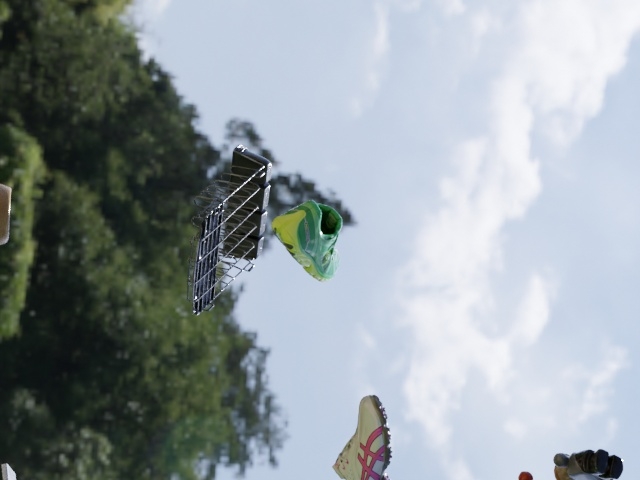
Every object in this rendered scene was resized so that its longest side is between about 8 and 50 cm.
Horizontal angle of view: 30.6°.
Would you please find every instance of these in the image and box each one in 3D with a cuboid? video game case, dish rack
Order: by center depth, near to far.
[{"bbox_3d":[-0.159,-0.012,1.881,0.271,0.074,0.208,-49,151,-56],"label":"dish rack"},{"bbox_3d":[-0.522,0.447,1.979,0.087,0.011,0.122,101,-22,-66],"label":"video game case"}]

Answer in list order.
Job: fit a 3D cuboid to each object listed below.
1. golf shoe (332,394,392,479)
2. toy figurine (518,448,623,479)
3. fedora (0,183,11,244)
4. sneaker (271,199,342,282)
[{"bbox_3d":[0.060,0.315,1.688,0.067,0.086,0.186,-126,-145,-79],"label":"golf shoe"},{"bbox_3d":[0.363,0.423,1.714,0.213,0.209,0.148,63,-28,7],"label":"toy figurine"},{"bbox_3d":[-0.532,-0.040,1.850,0.194,0.079,0.194,-172,-90,-67],"label":"fedora"},{"bbox_3d":[0.000,0.000,2.344,0.109,0.123,0.295,54,3,20],"label":"sneaker"}]
